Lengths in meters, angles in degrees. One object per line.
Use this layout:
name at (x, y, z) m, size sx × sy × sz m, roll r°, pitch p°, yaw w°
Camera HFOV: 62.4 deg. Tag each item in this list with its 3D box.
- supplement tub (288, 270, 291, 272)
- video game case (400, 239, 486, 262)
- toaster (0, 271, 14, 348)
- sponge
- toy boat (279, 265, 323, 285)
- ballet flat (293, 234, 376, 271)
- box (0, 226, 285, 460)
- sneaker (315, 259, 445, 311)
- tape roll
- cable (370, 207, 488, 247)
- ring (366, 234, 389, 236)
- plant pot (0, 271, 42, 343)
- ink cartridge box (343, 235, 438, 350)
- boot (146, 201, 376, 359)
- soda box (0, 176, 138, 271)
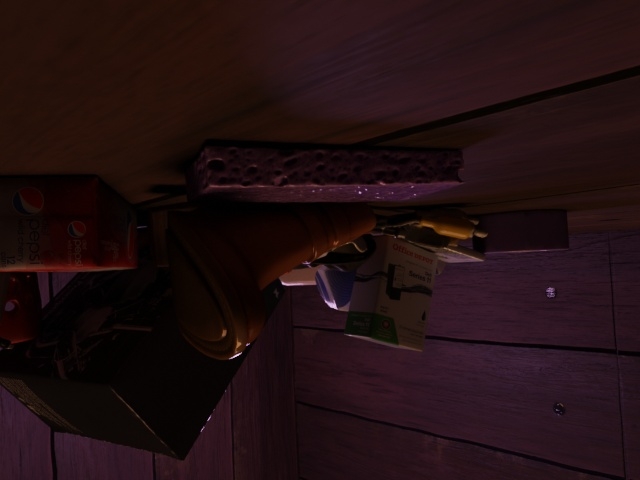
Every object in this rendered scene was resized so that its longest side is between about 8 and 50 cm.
supplement tub at (-0.168, 0.045, 1.382) m, size 0.190 × 0.117 × 0.117 m, roll -4°, pitch 177°, yaw 28°
video game case at (0.238, 0.016, 1.103) m, size 0.157 × 0.019 × 0.143 m, roll 18°, pitch 172°, yaw -13°
toaster at (-0.442, 0.038, 0.566) m, size 0.168 × 0.110 × 0.186 m, roll -2°, pitch 145°, yaw -6°
sponge at (0.000, -0.052, 0.445) m, size 0.210 × 0.031 × 0.117 m, roll -3°, pitch 178°, yaw -21°
toy boat at (-0.032, 0.042, 1.577) m, size 0.231 × 0.151 × 0.151 m, roll -3°, pitch -152°, yaw 14°
ballet flat at (0.000, 0.000, 0.922) m, size 0.096 × 0.095 × 0.280 m, roll -22°, pitch 163°, yaw 37°
box at (-0.284, 0.139, 0.869) m, size 0.312 × 0.179 × 0.343 m, roll -4°, pitch -142°, yaw 32°
sneaker at (0.125, 0.076, 1.262) m, size 0.315 × 0.127 × 0.182 m, roll -17°, pitch -175°, yaw -23°
tape roll at (0.413, -0.015, 1.101) m, size 0.189 × 0.080 × 0.189 m, roll -3°, pitch 177°, yaw 0°
cable at (0.121, -0.040, 0.863) m, size 0.287 × 0.072 × 0.139 m, roll 11°, pitch -171°, yaw -21°
ring at (0.103, -0.022, 1.171) m, size 0.336 × 0.032 × 0.336 m, roll -3°, pitch 178°, yaw 0°
plant pot at (-0.499, 0.058, 0.740) m, size 0.191 × 0.174 × 0.191 m, roll -3°, pitch 177°, yaw 0°
ink cartridge box at (0.148, 0.107, 1.082) m, size 0.153 × 0.208 × 0.087 m, roll 19°, pitch 165°, yaw -32°
boot at (-0.040, 0.010, 0.517) m, size 0.220 × 0.109 × 0.283 m, roll -8°, pitch -166°, yaw -23°
soda box at (-0.262, -0.007, 0.578) m, size 0.092 × 0.083 × 0.263 m, roll -2°, pitch 178°, yaw -11°
